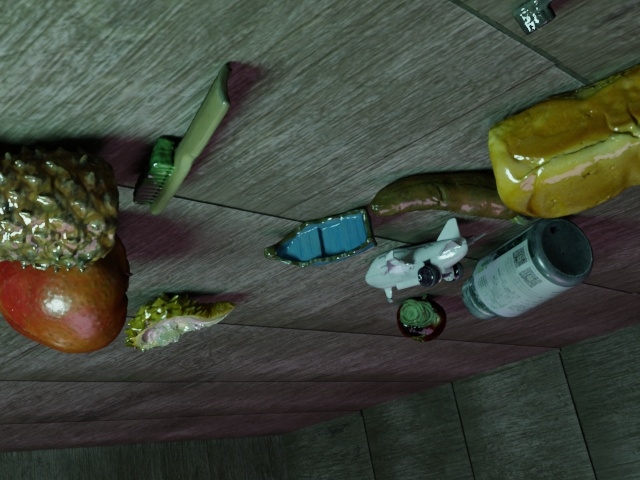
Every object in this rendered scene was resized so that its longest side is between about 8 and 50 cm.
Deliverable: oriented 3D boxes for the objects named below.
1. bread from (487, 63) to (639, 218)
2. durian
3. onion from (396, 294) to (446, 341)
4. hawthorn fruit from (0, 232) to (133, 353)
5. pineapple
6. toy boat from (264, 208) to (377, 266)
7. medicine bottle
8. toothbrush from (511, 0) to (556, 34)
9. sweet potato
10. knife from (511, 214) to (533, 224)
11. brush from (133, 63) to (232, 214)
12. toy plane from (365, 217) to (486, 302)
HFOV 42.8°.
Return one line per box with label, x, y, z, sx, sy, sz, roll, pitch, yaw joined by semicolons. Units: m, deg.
bread;0.379;-0.130;1.088;0.294;0.132;0.167;-17;153;19
durian;-0.272;0.137;1.559;0.224;0.078;0.140;-15;151;-22
onion;0.240;0.186;1.933;0.117;0.118;0.118;18;169;20
hawthorn fruit;-0.375;0.063;1.128;0.225;0.196;0.196;2;159;-4
pineapple;-0.389;-0.032;0.906;0.310;0.141;0.170;2;120;-24
toy boat;0.000;0.000;1.316;0.185;0.075;0.077;-16;163;24
medicine bottle;0.399;0.069;1.632;0.141;0.141;0.293;-2;158;-25
toothbrush;0.320;-0.283;0.783;0.297;0.030;0.030;-26;-178;32
sweet potato;0.203;-0.069;1.249;0.273;0.075;0.075;0;158;-21
knife;0.327;-0.049;1.441;0.184;0.026;0.022;13;146;-44
brush;-0.165;-0.111;0.954;0.048;0.054;0.282;13;152;-23
toy plane;0.179;0.047;1.508;0.251;0.101;0.255;-8;164;-47
